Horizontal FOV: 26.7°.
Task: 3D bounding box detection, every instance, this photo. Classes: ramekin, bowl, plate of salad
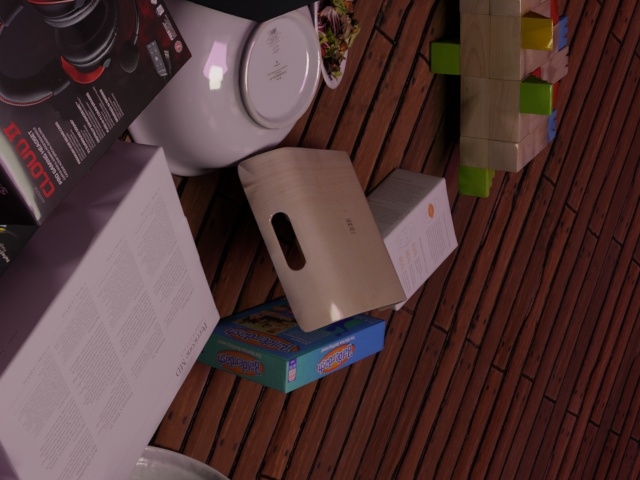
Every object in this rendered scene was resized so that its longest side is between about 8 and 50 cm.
[{"bbox_3d":[-0.202,0.334,1.600,0.207,0.207,0.109,2,110,-54],"label":"ramekin"},{"bbox_3d":[-0.093,-0.212,1.606,0.298,0.134,0.297,-25,122,-48],"label":"bowl"},{"bbox_3d":[0.025,-0.297,1.758,0.200,0.048,0.199,1,90,-77],"label":"plate of salad"}]

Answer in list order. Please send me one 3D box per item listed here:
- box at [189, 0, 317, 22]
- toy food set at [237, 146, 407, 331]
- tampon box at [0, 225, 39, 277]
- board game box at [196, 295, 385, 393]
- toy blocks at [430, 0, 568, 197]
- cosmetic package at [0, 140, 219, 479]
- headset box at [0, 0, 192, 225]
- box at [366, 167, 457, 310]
[{"bbox_3d":[-0.059,-0.451,1.361,0.212,0.293,0.395,15,87,-21],"label":"box"},{"bbox_3d":[0.000,0.000,1.729,0.219,0.092,0.306,68,20,5],"label":"toy food set"},{"bbox_3d":[-0.357,-0.037,1.334,0.161,0.101,0.120,-57,140,-23],"label":"tampon box"},{"bbox_3d":[-0.040,0.131,1.777,0.210,0.160,0.047,-17,116,-49],"label":"board game box"},{"bbox_3d":[0.310,-0.286,2.117,0.261,0.191,0.381,-37,130,-56],"label":"toy blocks"},{"bbox_3d":[-0.254,0.119,1.454,0.284,0.097,0.377,74,33,-42],"label":"cosmetic package"},{"bbox_3d":[-0.275,-0.168,1.234,0.293,0.110,0.218,-54,132,-36],"label":"headset box"},{"bbox_3d":[0.113,-0.004,1.995,0.170,0.091,0.130,-44,134,-36],"label":"box"}]
